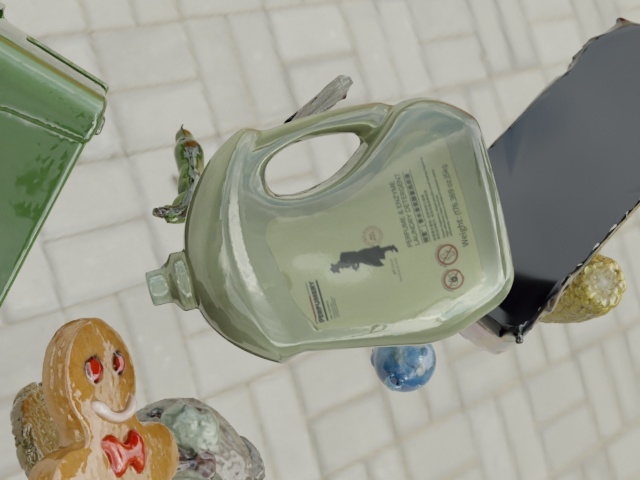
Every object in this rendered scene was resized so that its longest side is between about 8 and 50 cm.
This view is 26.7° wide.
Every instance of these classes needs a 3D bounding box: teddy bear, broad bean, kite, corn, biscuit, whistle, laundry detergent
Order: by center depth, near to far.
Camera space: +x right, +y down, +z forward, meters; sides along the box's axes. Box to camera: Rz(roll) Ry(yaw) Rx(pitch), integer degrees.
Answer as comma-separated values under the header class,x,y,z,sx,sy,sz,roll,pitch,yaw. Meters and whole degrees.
class,x,y,z,sx,sy,sz,roll,pitch,yaw
biscuit,-0.140,0.176,0.946,0.165,0.036,0.250,-5,84,-65
laundry detergent,0.000,0.000,0.965,0.253,0.091,0.181,-14,98,-5
teddy bear,-0.143,0.267,1.375,0.236,0.151,0.267,16,38,-8
biscuit,-0.292,0.262,1.615,0.226,0.042,0.226,47,16,-18
corn,0.300,0.057,1.644,0.091,0.260,0.091,37,83,-3
kite,-0.072,-0.111,1.685,0.015,0.285,0.152,54,3,6
whistle,0.116,0.147,1.776,0.090,0.090,0.158,56,36,-16
broad bean,-0.180,-0.084,1.814,0.061,0.046,0.195,33,38,-19

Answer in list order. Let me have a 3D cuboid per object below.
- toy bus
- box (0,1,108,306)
class,x,y,z,sx,sy,sz,roll,pitch,yaw
toy bus,0.250,-0.059,1.437,0.171,0.162,0.386,43,73,7
box,-0.345,-0.064,1.361,0.178,0.253,0.328,26,98,-11
